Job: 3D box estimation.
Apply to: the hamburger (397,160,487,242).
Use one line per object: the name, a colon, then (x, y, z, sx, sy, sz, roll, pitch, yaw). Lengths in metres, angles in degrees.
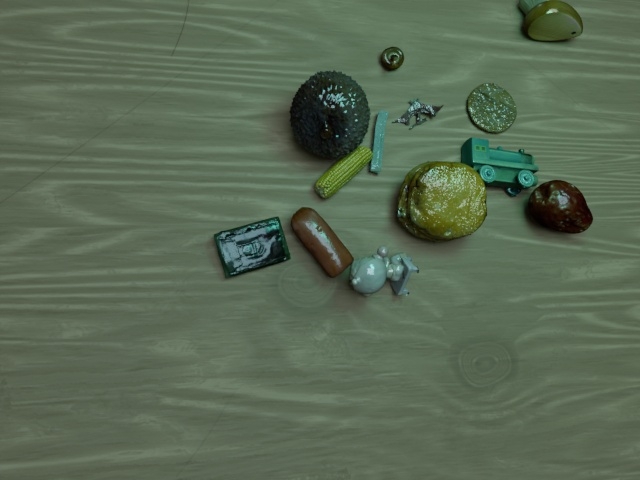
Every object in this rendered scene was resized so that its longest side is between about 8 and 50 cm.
hamburger: (0.425, -0.137, 1.825, 0.314, 0.170, 0.290, 5, 94, -8)

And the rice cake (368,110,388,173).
rice cake: (0.217, -0.367, 1.912, 0.045, 0.042, 0.245, 10, 78, -5)

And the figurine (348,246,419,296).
figurine: (0.195, 0.121, 1.741, 0.257, 0.182, 0.144, -6, 62, -29)

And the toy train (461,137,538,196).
toy train: (0.684, -0.282, 1.956, 0.298, 0.120, 0.194, 6, 73, -11)

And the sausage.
sausage: (0.000, 0.000, 1.762, 0.113, 0.113, 0.259, -38, 90, -16)

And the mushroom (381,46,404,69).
mushroom: (0.273, -0.691, 1.965, 0.088, 0.073, 0.129, 38, 39, -17)

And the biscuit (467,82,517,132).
biscuit: (0.685, -0.530, 2.046, 0.220, 0.033, 0.220, 3, 78, -13)

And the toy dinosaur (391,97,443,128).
toy dinosaur: (0.372, -0.493, 1.974, 0.220, 0.032, 0.108, -18, 87, -5)

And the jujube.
jujube: (0.913, -0.118, 1.939, 0.255, 0.190, 0.190, 31, 74, -17)

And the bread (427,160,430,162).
bread: (0.430, -0.230, 1.943, 0.084, 0.080, 0.109, 15, 112, -9)

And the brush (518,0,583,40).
brush: (0.964, -0.936, 2.121, 0.267, 0.174, 0.166, 8, 68, -18)

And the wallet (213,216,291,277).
wallet: (-0.229, 0.020, 1.740, 0.236, 0.055, 0.160, -17, 90, -15)

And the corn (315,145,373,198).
corn: (0.082, -0.249, 1.840, 0.248, 0.081, 0.081, -43, 90, -14)

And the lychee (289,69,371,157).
lychee: (0.032, -0.434, 1.775, 0.300, 0.300, 0.300, 2, 79, -11)
